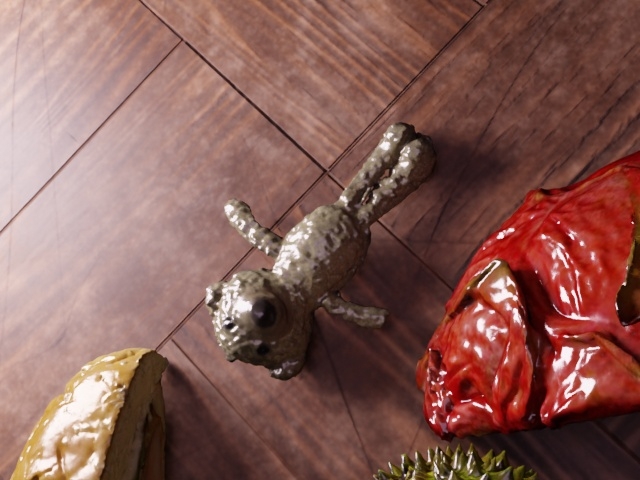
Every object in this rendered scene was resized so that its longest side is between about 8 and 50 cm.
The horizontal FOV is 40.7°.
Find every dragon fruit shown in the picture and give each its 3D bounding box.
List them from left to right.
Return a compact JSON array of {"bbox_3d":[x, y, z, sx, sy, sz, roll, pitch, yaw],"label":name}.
[{"bbox_3d":[0.229,0.105,0.770,0.330,0.302,0.240,-37,100,23],"label":"dragon fruit"}]

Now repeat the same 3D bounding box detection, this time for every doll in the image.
[{"bbox_3d":[0.011,0.014,0.891,0.286,0.091,0.203,-23,84,-2],"label":"doll"}]

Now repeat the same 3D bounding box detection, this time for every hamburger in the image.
[{"bbox_3d":[-0.237,0.205,0.878,0.155,0.135,0.208,5,77,14],"label":"hamburger"}]

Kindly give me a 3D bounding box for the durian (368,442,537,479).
[{"bbox_3d":[0.080,0.306,0.705,0.291,0.291,0.225,-30,82,6],"label":"durian"}]
